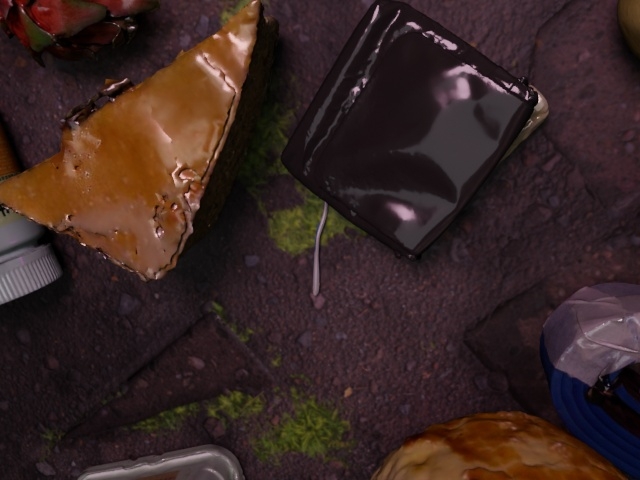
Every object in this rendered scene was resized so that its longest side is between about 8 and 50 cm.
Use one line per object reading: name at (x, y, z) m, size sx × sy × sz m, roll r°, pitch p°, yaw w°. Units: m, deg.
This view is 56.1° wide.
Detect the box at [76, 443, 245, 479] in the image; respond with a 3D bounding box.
box at (-0.272, 0.456, 0.926) m, size 0.311 × 0.182 × 0.175 m, roll -16°, pitch 102°, yaw 16°

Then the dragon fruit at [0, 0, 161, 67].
dragon fruit at (-0.313, -0.299, 0.721) m, size 0.188 × 0.182 × 0.182 m, roll 27°, pitch 116°, yaw -38°

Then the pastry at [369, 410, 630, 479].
pastry at (0.227, 0.378, 0.704) m, size 0.312 × 0.388 × 0.388 m, roll -45°, pitch 93°, yaw -6°

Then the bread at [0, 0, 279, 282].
bread at (-0.211, -0.143, 0.707) m, size 0.278 × 0.248 × 0.315 m, roll 17°, pitch 105°, yaw 5°

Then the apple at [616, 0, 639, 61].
apple at (0.386, -0.240, 0.579) m, size 0.200 × 0.200 × 0.200 m, roll 3°, pitch 107°, yaw 12°

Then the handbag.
handbag at (0.098, -0.128, 0.711) m, size 0.223 × 0.080 × 0.247 m, roll 38°, pitch 111°, yaw 11°

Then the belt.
belt at (0.442, 0.189, 0.723) m, size 0.346 × 0.117 × 0.212 m, roll 27°, pitch 112°, yaw 3°

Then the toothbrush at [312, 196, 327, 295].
toothbrush at (0.000, 0.000, 0.821) m, size 0.017 × 0.014 × 0.162 m, roll 1°, pitch 107°, yaw -3°

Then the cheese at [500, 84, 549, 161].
cheese at (0.189, -0.109, 0.731) m, size 0.065 × 0.043 × 0.194 m, roll 44°, pitch 111°, yaw -3°

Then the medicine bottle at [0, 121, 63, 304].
medicine bottle at (-0.495, -0.069, 0.834) m, size 0.158 × 0.158 × 0.318 m, roll -15°, pitch 102°, yaw 16°
